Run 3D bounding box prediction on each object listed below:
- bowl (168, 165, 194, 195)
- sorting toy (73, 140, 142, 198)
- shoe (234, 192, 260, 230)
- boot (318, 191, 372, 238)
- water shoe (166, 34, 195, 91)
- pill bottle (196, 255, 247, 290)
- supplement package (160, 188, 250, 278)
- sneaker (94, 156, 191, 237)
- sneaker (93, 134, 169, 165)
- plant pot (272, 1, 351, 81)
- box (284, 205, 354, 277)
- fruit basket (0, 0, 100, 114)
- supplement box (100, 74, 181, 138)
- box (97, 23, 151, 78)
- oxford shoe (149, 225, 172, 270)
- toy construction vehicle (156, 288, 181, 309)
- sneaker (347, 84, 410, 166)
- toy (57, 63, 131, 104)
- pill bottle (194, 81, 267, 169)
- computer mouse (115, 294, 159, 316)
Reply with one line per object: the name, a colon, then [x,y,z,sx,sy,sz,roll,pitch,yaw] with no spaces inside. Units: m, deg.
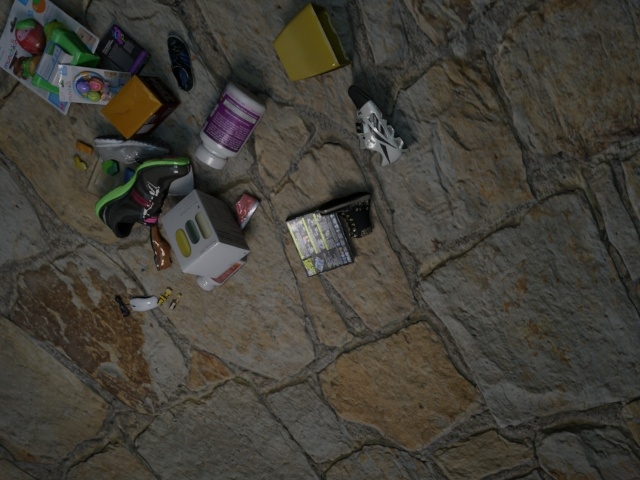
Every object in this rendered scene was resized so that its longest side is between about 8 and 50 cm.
bowl: [-0.584,-0.258,1.708,0.142,0.053,0.141,1,109,2]
sorting toy: [-0.884,-0.269,1.728,0.308,0.041,0.228,28,108,-6]
shoe: [-0.329,-0.111,1.740,0.081,0.063,0.177,33,102,-6]
boot: [0.111,-0.084,1.670,0.237,0.085,0.178,-21,114,-26]
water shoe: [-0.521,-0.661,1.553,0.073,0.080,0.202,-14,107,8]
pill bottle: [-0.427,0.115,1.789,0.216,0.121,0.121,-42,102,15]
supplement package: [-0.451,-0.021,1.644,0.199,0.198,0.262,-37,65,14]
sneaker: [-0.658,-0.166,1.616,0.483,0.185,0.202,-30,89,26]
sneaker: [-0.742,-0.355,1.663,0.282,0.105,0.115,4,118,0]
plant pot: [-0.038,-0.672,1.466,0.187,0.212,0.212,-22,106,24]
box: [0.000,0.000,1.757,0.217,0.060,0.269,-19,106,10]
fruit basket: [-1.019,-0.699,1.530,0.353,0.165,0.327,36,107,-5]
supplement box: [-0.661,-0.498,1.556,0.191,0.194,0.129,-38,102,14]
box: [-0.741,-0.711,1.577,0.162,0.029,0.116,41,107,-12]
oxford shoe: [-0.694,0.022,1.812,0.076,0.076,0.212,-14,107,-23]
toy construction vehicle: [-0.687,0.269,1.906,0.086,0.035,0.098,33,105,4]
sneaker: [0.184,-0.422,1.570,0.146,0.122,0.330,-37,102,12]
toy: [-0.822,-0.558,1.538,0.238,0.056,0.136,-9,135,-36]
pill bottle: [-0.348,-0.425,1.576,0.169,0.169,0.301,35,107,-8]
computer mouse: [-0.841,0.294,1.915,0.193,0.042,0.105,-10,107,7]
